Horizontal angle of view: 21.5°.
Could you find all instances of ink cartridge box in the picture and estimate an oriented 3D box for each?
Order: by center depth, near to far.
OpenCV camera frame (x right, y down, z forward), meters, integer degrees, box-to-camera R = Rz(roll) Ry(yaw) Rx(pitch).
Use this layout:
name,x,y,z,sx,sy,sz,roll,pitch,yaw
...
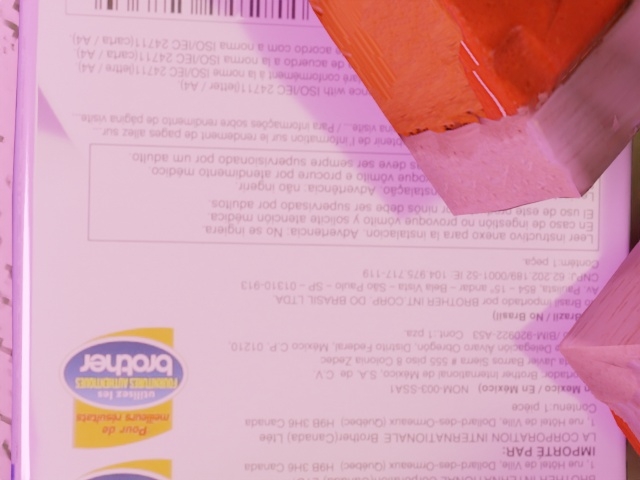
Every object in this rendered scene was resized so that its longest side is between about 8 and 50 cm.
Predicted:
name,x,y,z,sx,sy,sz,roll,pitch,yaw
ink cartridge box,0.000,0.000,0.514,0.185,0.065,0.311,1,87,-11

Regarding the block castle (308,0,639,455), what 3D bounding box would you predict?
name,x,y,z,sx,sy,sz,roll,pitch,yaw
block castle,0.196,-0.062,0.391,0.213,0.303,0.453,-48,112,-24
